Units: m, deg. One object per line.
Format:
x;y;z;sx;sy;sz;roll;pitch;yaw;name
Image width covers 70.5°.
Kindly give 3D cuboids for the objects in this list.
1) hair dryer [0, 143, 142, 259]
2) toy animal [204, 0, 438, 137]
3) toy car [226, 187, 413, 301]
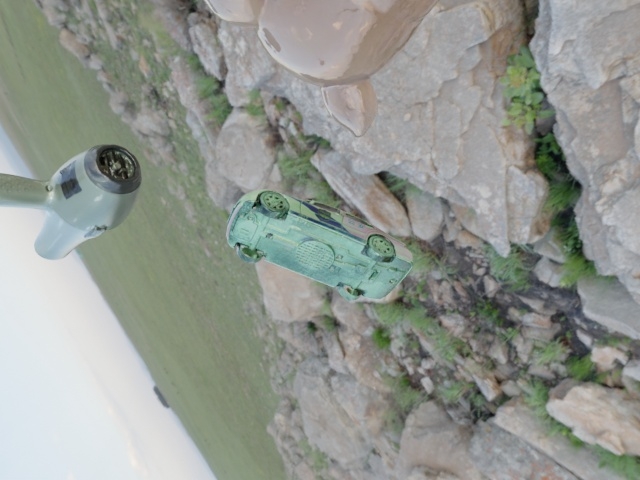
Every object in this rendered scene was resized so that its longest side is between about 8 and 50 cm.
-0.348;-0.029;0.502;0.229;0.267;0.093;-41;61;55;hair dryer
0.050;-0.218;0.316;0.166;0.250;0.154;37;-163;-18;toy animal
0.000;0.000;0.552;0.224;0.076;0.090;22;132;-12;toy car
